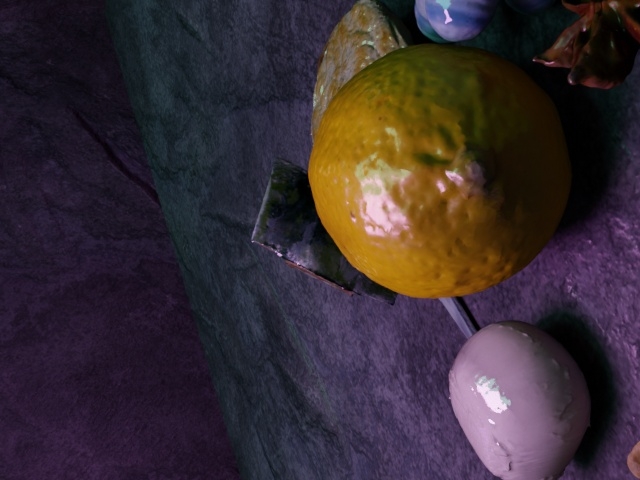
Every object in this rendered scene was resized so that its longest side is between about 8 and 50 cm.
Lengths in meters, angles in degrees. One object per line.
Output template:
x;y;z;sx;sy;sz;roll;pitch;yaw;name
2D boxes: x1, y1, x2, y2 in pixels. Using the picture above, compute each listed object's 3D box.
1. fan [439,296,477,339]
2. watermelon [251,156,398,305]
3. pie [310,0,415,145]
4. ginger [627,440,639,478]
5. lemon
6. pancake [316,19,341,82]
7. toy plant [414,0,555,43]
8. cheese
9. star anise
0.220;0.128;1.341;0.057;0.023;0.282;105;148;-44;fan
0.007;-0.013;1.478;0.151;0.264;0.302;-64;8;-3;watermelon
0.059;-0.214;1.328;0.257;0.105;0.274;64;142;35;pie
0.388;0.308;0.970;0.133;0.059;0.214;-141;46;-64;ginger
0.141;-0.082;1.070;0.336;0.336;0.336;169;90;-68;lemon
0.071;-0.214;1.476;0.356;0.065;0.356;30;124;58;pancake
0.171;-0.358;0.985;0.332;0.247;0.247;100;150;-49;toy plant
0.252;0.196;1.114;0.198;0.154;0.189;59;170;33;cheese
0.306;-0.228;0.855;0.196;0.111;0.212;-52;18;38;star anise
